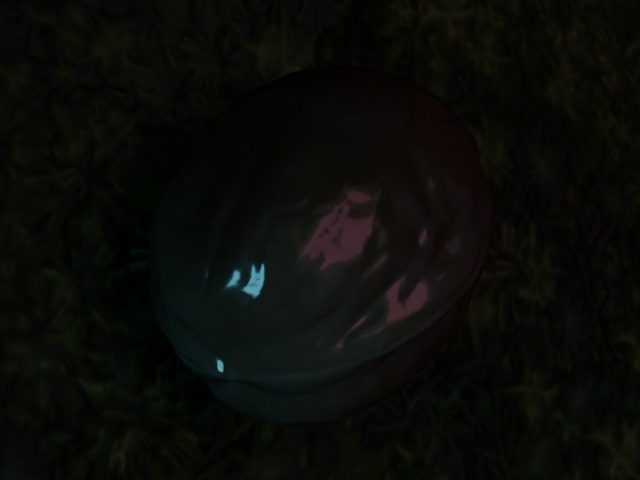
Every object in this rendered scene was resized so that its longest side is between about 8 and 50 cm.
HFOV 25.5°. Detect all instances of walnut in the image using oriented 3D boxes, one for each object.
[{"bbox_3d":[0.001,0.000,0.590,0.140,0.140,0.162,51,43,-20],"label":"walnut"}]
